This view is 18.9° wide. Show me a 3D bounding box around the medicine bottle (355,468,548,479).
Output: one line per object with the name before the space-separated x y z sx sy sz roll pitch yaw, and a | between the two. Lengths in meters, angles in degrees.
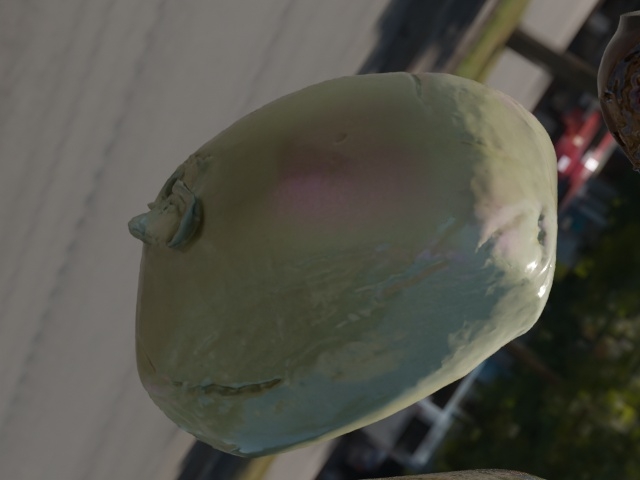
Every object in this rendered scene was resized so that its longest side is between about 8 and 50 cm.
medicine bottle | 0.107 0.268 1.307 0.224 0.224 0.384 -57 155 12

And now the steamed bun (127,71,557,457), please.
steamed bun | 0.000 0.000 0.995 0.239 0.152 0.170 -31 -147 29

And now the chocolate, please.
chocolate | 0.243 -0.085 1.232 0.127 0.124 0.133 -11 103 -43
